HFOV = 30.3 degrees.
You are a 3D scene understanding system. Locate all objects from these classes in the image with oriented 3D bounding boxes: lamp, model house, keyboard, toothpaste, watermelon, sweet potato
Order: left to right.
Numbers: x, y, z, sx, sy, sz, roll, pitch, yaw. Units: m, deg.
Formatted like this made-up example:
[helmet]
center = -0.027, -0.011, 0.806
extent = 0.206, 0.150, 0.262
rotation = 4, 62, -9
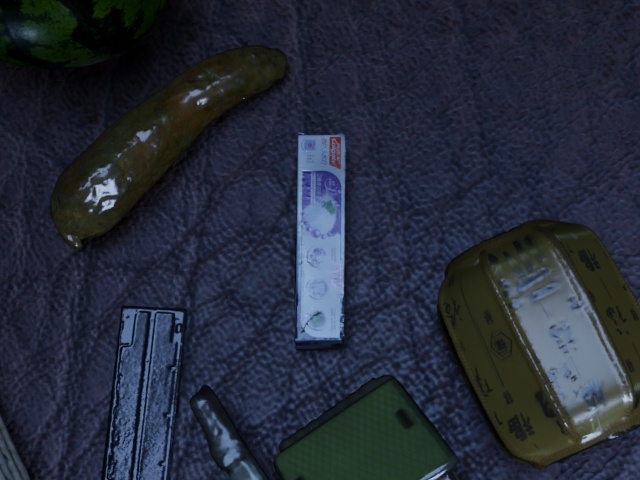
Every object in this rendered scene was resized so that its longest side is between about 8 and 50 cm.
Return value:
[watermelon]
center = -0.255, -0.282, 1.070
extent = 0.268, 0.269, 0.269
rotation = -1, 75, 5
[keyboard]
center = -0.161, 0.156, 1.062
extent = 0.063, 0.010, 0.198
rotation = 3, 75, 5
[sweet potato]
center = -0.146, -0.102, 1.104
extent = 0.273, 0.075, 0.075
rotation = -43, 75, -11
[toothpaste]
center = 0.000, 0.000, 1.074
extent = 0.047, 0.040, 0.196
rotation = 0, 75, 1
[model house]
center = 0.026, 0.189, 0.951
extent = 0.218, 0.205, 0.279
rotation = -32, 67, -4
[lamp]
center = 0.188, 0.085, 0.975
extent = 0.161, 0.161, 0.185
rotation = -22, 74, -1

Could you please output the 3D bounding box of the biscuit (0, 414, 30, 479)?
[biscuit]
center = -0.289, 0.279, 0.989
extent = 0.144, 0.078, 0.426
rotation = -33, 69, 2
